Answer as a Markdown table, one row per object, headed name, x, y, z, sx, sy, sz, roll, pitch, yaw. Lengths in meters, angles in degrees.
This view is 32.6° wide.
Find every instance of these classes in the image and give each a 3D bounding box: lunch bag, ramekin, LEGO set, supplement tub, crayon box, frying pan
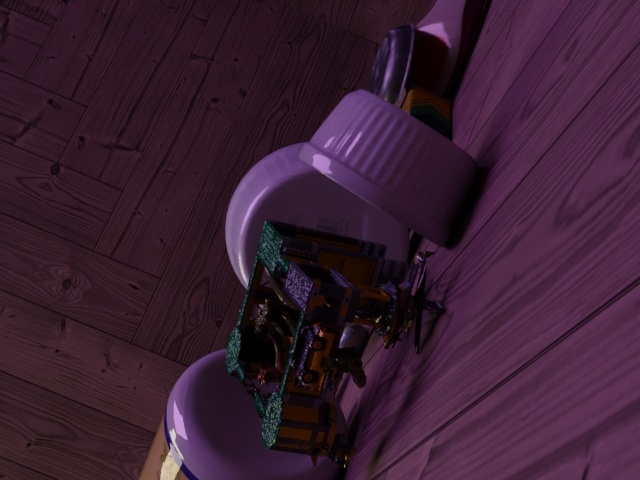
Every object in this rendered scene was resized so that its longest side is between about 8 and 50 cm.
| name | x | y | z | sx | sy | sz | roll | pitch | yaw |
| --- | --- | --- | --- | --- | --- | --- | --- | --- | --- |
| lunch bag | 0.040 | 0.163 | 1.708 | 0.071 | 0.053 | 0.083 | -65 | -7 | 4 |
| ramekin | 0.086 | -0.091 | 1.291 | 0.109 | 0.207 | 0.207 | -58 | 3 | 4 |
| LEGO set | 0.026 | 0.114 | 1.277 | 0.331 | 0.192 | 0.255 | -158 | 80 | -71 |
| supplement tub | -0.123 | 0.332 | 1.470 | 0.241 | 0.241 | 0.331 | -70 | 3 | -52 |
| ramekin | 0.000 | 0.000 | 1.601 | 0.135 | 0.277 | 0.277 | -116 | 48 | -76 |
| crayon box | 0.144 | -0.140 | 1.842 | 0.318 | 0.081 | 0.202 | -74 | 7 | -67 |
| frying pan | 0.109 | -0.266 | 2.006 | 0.326 | 0.053 | 0.197 | 120 | 161 | -60 |

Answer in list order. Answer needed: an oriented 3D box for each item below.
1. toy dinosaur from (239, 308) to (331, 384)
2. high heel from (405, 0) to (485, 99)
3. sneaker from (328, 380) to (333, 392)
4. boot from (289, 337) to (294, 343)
| name | x | y | z | sx | sy | sz | roll | pitch | yaw |
| --- | --- | --- | --- | --- | --- | --- | --- | --- | --- |
| toy dinosaur | -0.069 | 0.265 | 1.715 | 0.121 | 0.160 | 0.314 | 98 | 180 | -65 |
| high heel | 0.262 | -0.397 | 1.995 | 0.181 | 0.127 | 0.377 | 6 | -80 | -51 |
| sneaker | -0.003 | 0.255 | 1.844 | 0.135 | 0.052 | 0.058 | -67 | -6 | -48 |
| boot | 0.026 | 0.115 | 1.981 | 0.211 | 0.104 | 0.295 | -53 | 19 | 27 |
